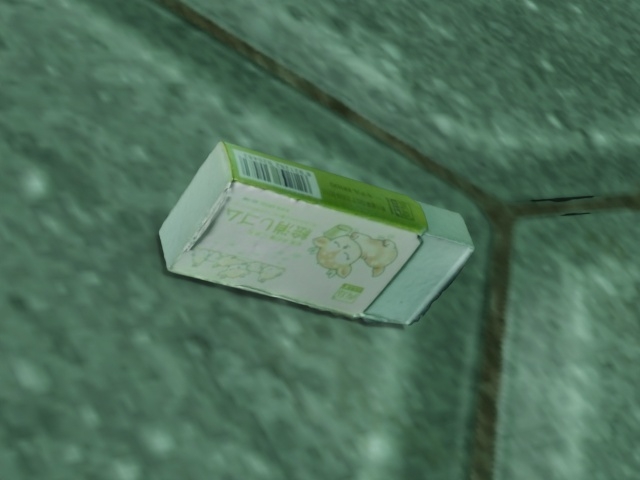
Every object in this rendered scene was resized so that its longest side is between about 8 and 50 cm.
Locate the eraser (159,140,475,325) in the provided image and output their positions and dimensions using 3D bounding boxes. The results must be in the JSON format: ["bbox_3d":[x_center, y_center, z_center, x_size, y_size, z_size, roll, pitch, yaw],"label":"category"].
[{"bbox_3d":[0.000,0.000,0.424,0.083,0.038,0.019,15,37,-32],"label":"eraser"}]
